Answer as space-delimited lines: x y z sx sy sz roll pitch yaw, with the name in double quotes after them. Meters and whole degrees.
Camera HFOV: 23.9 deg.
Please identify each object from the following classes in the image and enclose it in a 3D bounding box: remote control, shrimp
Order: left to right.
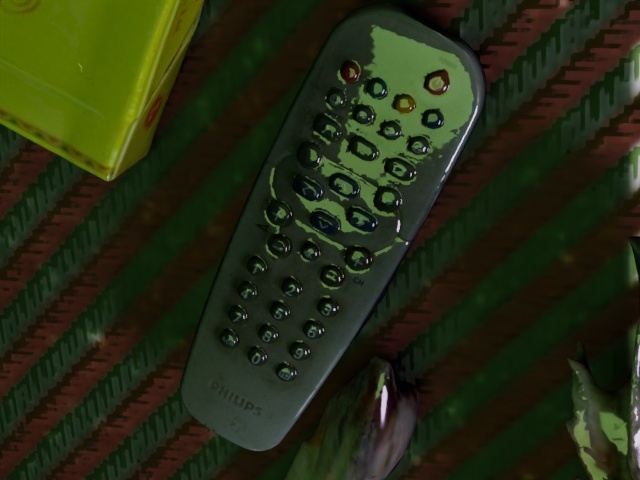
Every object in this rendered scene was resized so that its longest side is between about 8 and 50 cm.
0.000 0.000 0.653 0.072 0.042 0.222 30 119 5 "remote control"
0.088 0.142 0.674 0.247 0.085 0.360 21 123 17 "shrimp"

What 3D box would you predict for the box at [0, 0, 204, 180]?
-0.104 -0.204 0.594 0.187 0.047 0.335 28 119 6 "box"
